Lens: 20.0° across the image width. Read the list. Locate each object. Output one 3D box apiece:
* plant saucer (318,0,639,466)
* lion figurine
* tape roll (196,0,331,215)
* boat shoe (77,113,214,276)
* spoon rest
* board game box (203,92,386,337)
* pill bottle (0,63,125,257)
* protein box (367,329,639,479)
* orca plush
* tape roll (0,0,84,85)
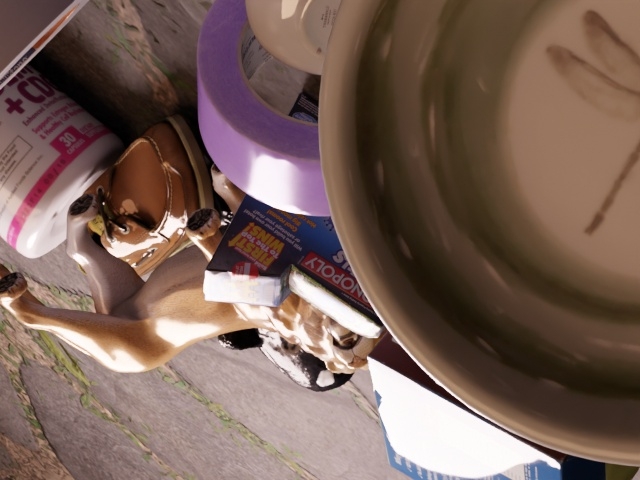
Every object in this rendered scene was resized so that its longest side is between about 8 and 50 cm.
[{"bbox_3d":[0.199,-0.066,1.103,0.400,0.100,0.400,4,101,22],"label":"plant saucer"},{"bbox_3d":[-0.121,0.055,1.756,0.392,0.142,0.240,-10,134,28],"label":"lion figurine"},{"bbox_3d":[0.002,-0.118,1.358,0.189,0.189,0.080,34,155,16],"label":"tape roll"},{"bbox_3d":[-0.186,-0.026,1.848,0.110,0.104,0.307,64,159,17],"label":"boat shoe"},{"bbox_3d":[0.029,-0.222,1.221,0.137,0.084,0.276,3,135,-13],"label":"spoon rest"},{"bbox_3d":[0.000,0.000,1.549,0.194,0.194,0.060,35,155,15],"label":"board game box"},{"bbox_3d":[-0.359,-0.127,1.904,0.283,0.160,0.160,39,155,5],"label":"pill bottle"},{"bbox_3d":[0.169,0.152,1.623,0.201,0.136,0.200,28,153,27],"label":"protein box"},{"bbox_3d":[-0.060,0.069,1.860,0.151,0.102,0.287,23,149,35],"label":"orca plush"},{"bbox_3d":[-0.278,-0.194,1.603,0.072,0.219,0.219,46,155,-8],"label":"tape roll"}]
